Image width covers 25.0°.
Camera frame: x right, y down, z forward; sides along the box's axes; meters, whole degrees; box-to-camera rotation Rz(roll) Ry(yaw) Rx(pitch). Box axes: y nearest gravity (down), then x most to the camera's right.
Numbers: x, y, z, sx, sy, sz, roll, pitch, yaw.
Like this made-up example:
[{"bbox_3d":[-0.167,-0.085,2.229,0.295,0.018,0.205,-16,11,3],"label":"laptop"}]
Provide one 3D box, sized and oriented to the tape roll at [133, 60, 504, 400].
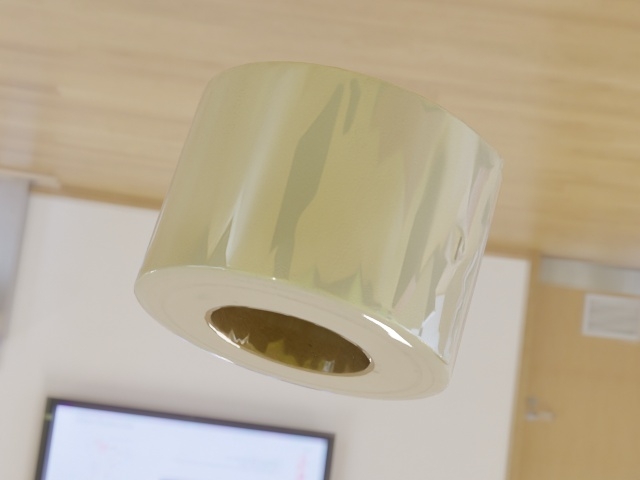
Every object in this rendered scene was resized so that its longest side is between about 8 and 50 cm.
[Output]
[{"bbox_3d":[0.000,0.000,1.084,0.246,0.169,0.246,16,160,6],"label":"tape roll"}]
